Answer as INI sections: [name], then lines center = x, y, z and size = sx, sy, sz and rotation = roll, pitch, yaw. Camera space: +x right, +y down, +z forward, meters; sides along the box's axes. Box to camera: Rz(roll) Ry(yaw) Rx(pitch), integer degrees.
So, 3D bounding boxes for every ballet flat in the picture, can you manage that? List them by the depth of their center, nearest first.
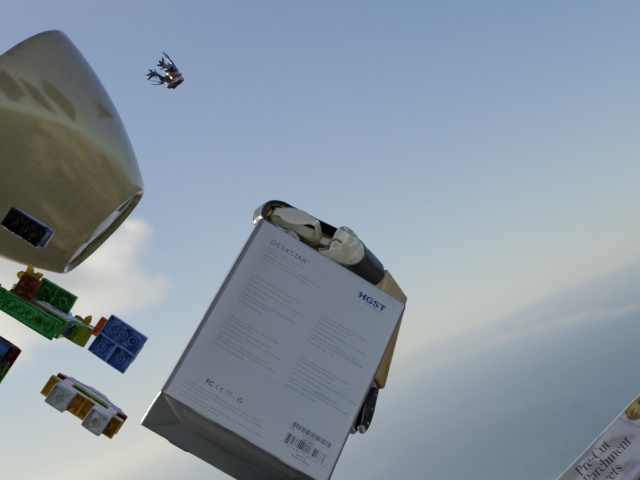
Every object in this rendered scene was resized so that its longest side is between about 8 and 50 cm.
[ballet flat]
center = 0.000, 0.000, 1.643
size = 0.074, 0.203, 0.074
rotation = -63, -3, -6

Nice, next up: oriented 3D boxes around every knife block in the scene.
[knife block]
center = 0.079, 0.209, 2.114
size = 0.275, 0.088, 0.242
rotation = -39, 37, -4

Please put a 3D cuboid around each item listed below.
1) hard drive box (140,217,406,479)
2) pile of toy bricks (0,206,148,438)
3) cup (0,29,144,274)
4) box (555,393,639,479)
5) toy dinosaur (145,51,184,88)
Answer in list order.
[hard drive box]
center = -0.042, 0.122, 1.187
size = 0.232, 0.181, 0.089
rotation = -61, 5, -37
[pile of toy bricks]
center = -0.217, 0.050, 0.893
size = 0.118, 0.212, 0.105
rotation = -56, 1, -3
[cup]
center = -0.387, -0.093, 1.655
size = 0.331, 0.237, 0.331
rotation = -47, -1, -1
[box]
center = 0.382, 0.181, 1.274
size = 0.324, 0.067, 0.063
rotation = -49, -35, 12
[toy dinosaur]
center = -0.214, -0.230, 1.693
size = 0.047, 0.090, 0.082
rotation = -54, -32, 9
